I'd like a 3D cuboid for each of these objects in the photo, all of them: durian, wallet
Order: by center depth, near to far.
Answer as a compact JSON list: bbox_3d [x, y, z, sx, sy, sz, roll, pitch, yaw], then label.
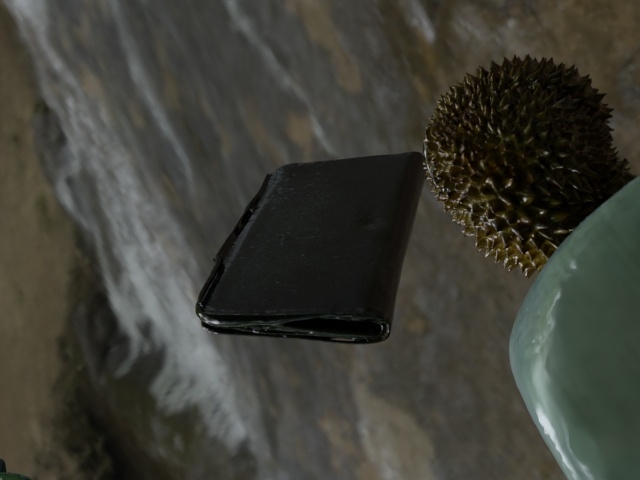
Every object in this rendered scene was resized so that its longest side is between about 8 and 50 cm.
[{"bbox_3d":[0.144,-0.054,0.790,0.137,0.168,0.158,-50,42,30],"label":"durian"},{"bbox_3d":[0.000,0.000,1.016,0.318,0.172,0.045,-70,-24,-62],"label":"wallet"}]

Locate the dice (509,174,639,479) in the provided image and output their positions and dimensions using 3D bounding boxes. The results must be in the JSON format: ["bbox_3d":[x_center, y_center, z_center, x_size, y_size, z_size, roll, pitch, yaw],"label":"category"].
[{"bbox_3d":[0.281,0.094,0.611,0.268,0.264,0.263,38,-162,-55],"label":"dice"}]

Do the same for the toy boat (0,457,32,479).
[{"bbox_3d":[-0.183,0.127,0.501,0.172,0.058,0.069,-8,93,40],"label":"toy boat"}]
